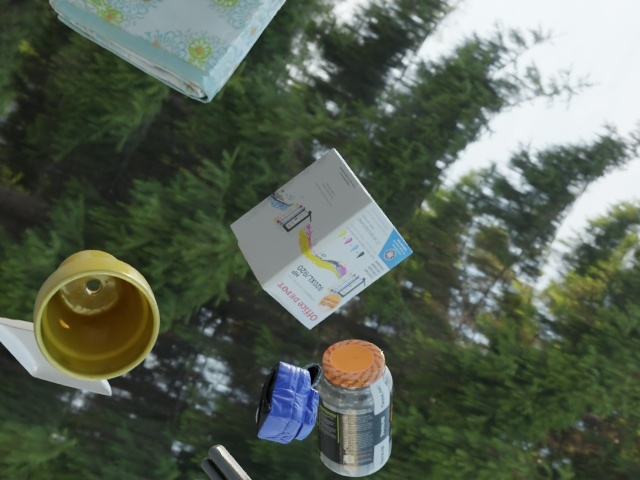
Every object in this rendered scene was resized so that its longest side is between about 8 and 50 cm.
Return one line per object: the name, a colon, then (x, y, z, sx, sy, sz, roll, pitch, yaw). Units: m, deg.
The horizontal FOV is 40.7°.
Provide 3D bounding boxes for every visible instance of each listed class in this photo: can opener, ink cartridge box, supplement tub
can opener: (-0.174, 0.574, 1.918, 0.280, 0.093, 0.074, 46, -70, 31)
ink cartridge box: (0.000, 0.000, 1.501, 0.233, 0.171, 0.168, -37, -134, 5)
supplement tub: (0.084, 0.417, 2.158, 0.193, 0.194, 0.316, -97, -176, -57)

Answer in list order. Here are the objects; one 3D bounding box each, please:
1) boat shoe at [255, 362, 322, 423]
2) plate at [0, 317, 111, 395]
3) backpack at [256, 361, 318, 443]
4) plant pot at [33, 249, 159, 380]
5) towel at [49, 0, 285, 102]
boat shoe: (-0.071, 0.342, 1.918, 0.183, 0.065, 0.083, -46, -179, -37)
plate: (-0.697, 0.292, 2.243, 0.277, 0.278, 0.045, 70, 36, -46)
backpack: (-0.056, 0.278, 1.491, 0.098, 0.101, 0.120, 122, -20, -45)
plant pot: (-0.488, 0.136, 1.867, 0.254, 0.254, 0.239, -62, -156, 11)
towel: (-0.285, -0.474, 1.647, 0.320, 0.374, 0.090, -59, 178, -17)
